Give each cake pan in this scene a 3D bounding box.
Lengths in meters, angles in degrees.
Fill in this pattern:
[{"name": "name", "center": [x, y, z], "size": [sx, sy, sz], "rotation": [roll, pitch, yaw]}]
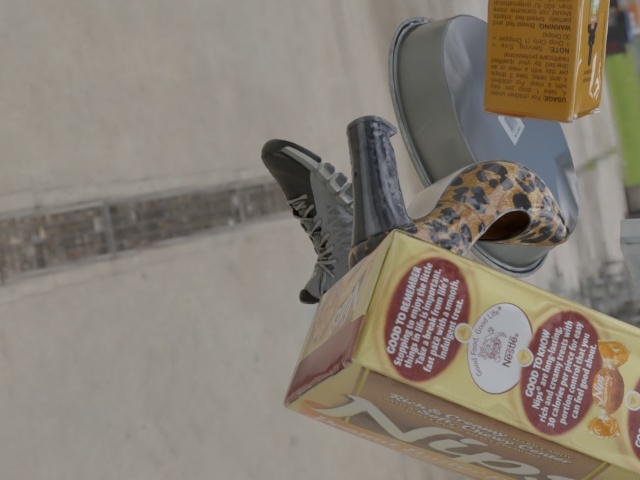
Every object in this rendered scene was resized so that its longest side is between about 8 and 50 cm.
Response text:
[{"name": "cake pan", "center": [0.176, -0.107, 1.366], "size": [0.293, 0.054, 0.293], "rotation": [35, 42, -39]}]

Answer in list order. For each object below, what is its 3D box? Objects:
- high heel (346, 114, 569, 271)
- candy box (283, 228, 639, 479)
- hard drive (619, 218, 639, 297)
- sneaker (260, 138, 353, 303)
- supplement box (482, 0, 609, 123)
[{"name": "high heel", "center": [0.125, 0.018, 1.118], "size": [0.261, 0.093, 0.186], "rotation": [19, 52, -34]}, {"name": "candy box", "center": [0.151, 0.108, 0.813], "size": [0.183, 0.316, 0.088], "rotation": [132, -20, -70]}, {"name": "hard drive", "center": [0.562, 0.030, 1.633], "size": [0.233, 0.353, 0.047], "rotation": [49, 44, -58]}, {"name": "sneaker", "center": [0.000, 0.000, 1.474], "size": [0.228, 0.132, 0.086], "rotation": [40, -12, -9]}, {"name": "supplement box", "center": [0.169, -0.207, 0.975], "size": [0.078, 0.080, 0.233], "rotation": [-21, 114, -58]}]
